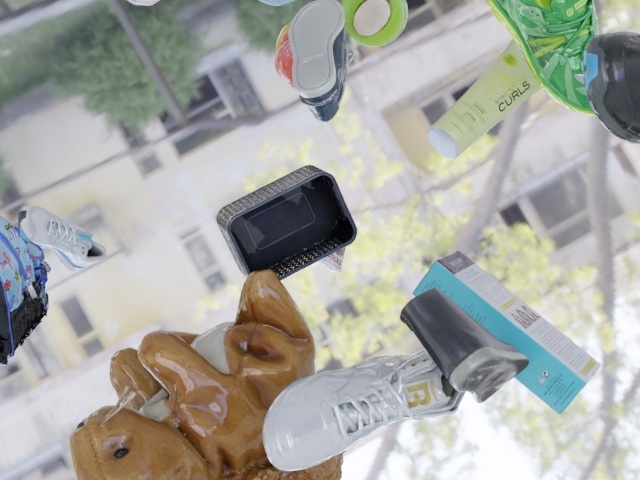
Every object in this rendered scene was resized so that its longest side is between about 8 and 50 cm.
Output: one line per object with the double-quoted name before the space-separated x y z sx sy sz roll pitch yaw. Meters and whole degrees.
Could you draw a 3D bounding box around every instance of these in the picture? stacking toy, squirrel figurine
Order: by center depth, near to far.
"squirrel figurine" -0.156 0.306 1.653 0.281 0.397 0.370 -24 -167 39
"stacking toy" 0.004 -0.451 2.238 0.279 0.309 0.130 -13 -157 18

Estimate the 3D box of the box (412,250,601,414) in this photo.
"box" 0.242 0.116 1.545 0.060 0.244 0.100 -56 165 20

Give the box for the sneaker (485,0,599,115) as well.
"sneaker" 0.342 -0.296 1.680 0.109 0.295 0.123 -41 180 -22

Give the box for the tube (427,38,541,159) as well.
"tube" 0.259 -0.217 1.810 0.240 0.070 0.062 -42 -142 -26

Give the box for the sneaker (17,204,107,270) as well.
"sneaker" -0.427 -0.010 1.993 0.082 0.071 0.190 -7 156 27

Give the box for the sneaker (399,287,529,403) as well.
"sneaker" 0.173 0.119 1.411 0.083 0.118 0.222 -41 157 6

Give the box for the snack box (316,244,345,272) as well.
"snack box" 0.000 0.000 2.098 0.022 0.064 0.178 4 164 26

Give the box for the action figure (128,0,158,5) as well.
"action figure" -0.214 -0.396 1.153 0.248 0.275 0.370 -54 173 37

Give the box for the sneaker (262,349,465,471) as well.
"sneaker" 0.069 0.198 1.494 0.169 0.108 0.292 -17 -176 40

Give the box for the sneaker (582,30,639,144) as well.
"sneaker" 0.428 -0.162 1.290 0.340 0.125 0.139 10 164 -33

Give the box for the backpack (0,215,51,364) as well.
"backpack" -0.374 0.024 1.276 0.117 0.158 0.173 -54 161 -40

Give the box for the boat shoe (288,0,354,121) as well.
"boat shoe" 0.005 -0.290 1.888 0.095 0.079 0.255 -14 -137 9

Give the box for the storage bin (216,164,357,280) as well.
"storage bin" -0.051 -0.023 1.786 0.180 0.122 0.084 -28 -163 -10
